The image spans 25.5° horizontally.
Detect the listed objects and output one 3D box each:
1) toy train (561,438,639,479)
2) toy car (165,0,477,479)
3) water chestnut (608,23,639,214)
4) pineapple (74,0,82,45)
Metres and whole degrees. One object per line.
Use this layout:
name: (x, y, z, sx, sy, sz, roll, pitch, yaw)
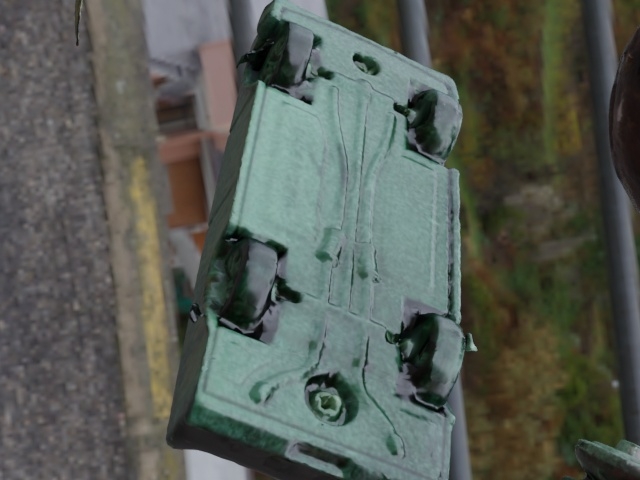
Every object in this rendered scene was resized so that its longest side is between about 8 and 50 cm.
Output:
toy train: (0.294, 0.264, 1.083, 0.221, 0.304, 0.150, 29, 84, -16)
toy car: (0.000, 0.000, 0.757, 0.141, 0.097, 0.320, 23, 42, -15)
water chestnut: (0.404, -0.116, 1.295, 0.300, 0.300, 0.300, -9, 90, -68)
pineapple: (-0.186, -0.324, 0.922, 0.158, 0.161, 0.334, 15, 68, -20)
